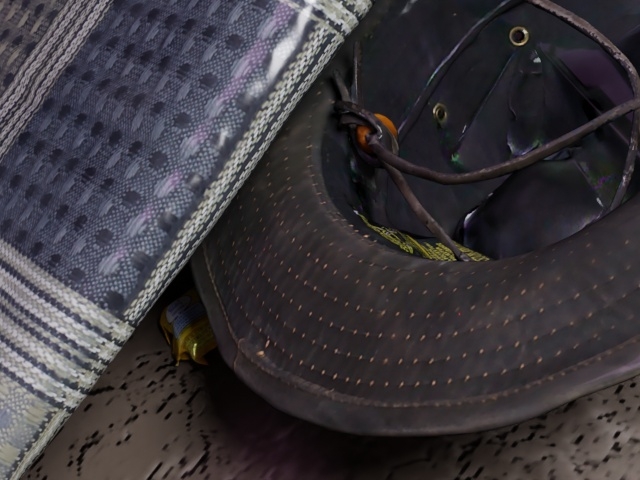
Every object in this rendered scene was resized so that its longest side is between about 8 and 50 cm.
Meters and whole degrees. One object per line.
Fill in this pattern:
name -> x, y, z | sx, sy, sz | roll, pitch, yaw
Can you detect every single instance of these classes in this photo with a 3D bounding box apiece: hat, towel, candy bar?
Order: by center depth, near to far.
hat -> 0.110, -0.047, 0.643 | 0.331, 0.134, 0.331 | -26, 42, 26
candy bar -> 0.000, 0.000, 0.735 | 0.161, 0.018, 0.040 | -35, 38, -9
towel -> -0.104, -0.067, 0.749 | 0.312, 0.056, 0.324 | -56, 33, -3
